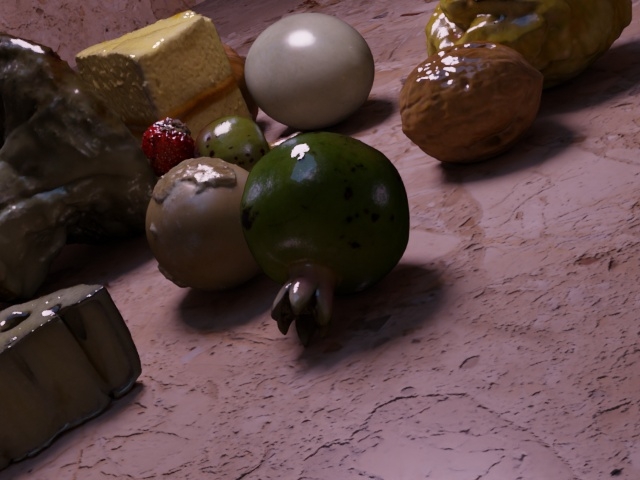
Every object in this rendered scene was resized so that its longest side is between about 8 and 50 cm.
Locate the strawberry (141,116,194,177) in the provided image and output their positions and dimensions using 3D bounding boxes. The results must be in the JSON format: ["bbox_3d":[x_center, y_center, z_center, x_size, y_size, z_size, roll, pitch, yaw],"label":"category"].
[{"bbox_3d":[-0.227,-0.135,1.658,0.083,0.096,0.083,11,41,-10],"label":"strawberry"}]

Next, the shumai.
[{"bbox_3d":[-0.455,-0.080,1.618,0.323,0.397,0.324,-50,-9,-21],"label":"shumai"}]

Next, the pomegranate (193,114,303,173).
[{"bbox_3d":[-0.109,-0.126,1.642,0.159,0.129,0.129,-22,17,-31],"label":"pomegranate"}]

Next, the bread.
[{"bbox_3d":[-0.255,-0.218,1.828,0.236,0.263,0.198,0,28,48],"label":"bread"}]

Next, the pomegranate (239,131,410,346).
[{"bbox_3d":[0.000,-0.001,1.171,0.187,0.187,0.225,-10,52,31],"label":"pomegranate"}]

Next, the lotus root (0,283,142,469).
[{"bbox_3d":[-0.317,0.145,1.197,0.235,0.119,0.138,-31,22,-17],"label":"lotus root"}]

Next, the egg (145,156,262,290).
[{"bbox_3d":[-0.132,-0.021,1.350,0.164,0.164,0.201,-27,16,-10],"label":"egg"}]

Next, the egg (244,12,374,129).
[{"bbox_3d":[-0.017,-0.272,1.807,0.186,0.187,0.253,-35,22,-29],"label":"egg"}]

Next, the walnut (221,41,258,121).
[{"bbox_3d":[-0.187,-0.256,1.945,0.167,0.207,0.167,-6,67,15],"label":"walnut"}]

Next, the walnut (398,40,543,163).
[{"bbox_3d":[0.192,-0.177,1.418,0.184,0.155,0.155,-14,22,17],"label":"walnut"}]

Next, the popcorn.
[{"bbox_3d":[0.285,-0.306,1.556,0.286,0.215,0.252,-16,38,11],"label":"popcorn"}]
